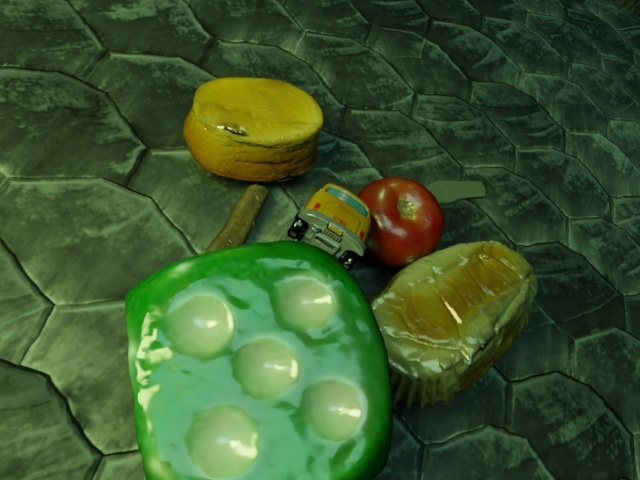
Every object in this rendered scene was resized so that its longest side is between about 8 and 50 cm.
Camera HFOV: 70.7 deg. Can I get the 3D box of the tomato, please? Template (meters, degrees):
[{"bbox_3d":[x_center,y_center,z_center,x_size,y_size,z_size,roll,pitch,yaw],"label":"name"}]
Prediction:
[{"bbox_3d":[0.148,-0.034,0.901,0.194,0.136,0.195,8,64,-16],"label":"tomato"}]

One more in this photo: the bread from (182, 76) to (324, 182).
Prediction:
[{"bbox_3d":[-0.123,-0.209,0.865,0.269,0.143,0.196,-9,59,-28],"label":"bread"}]

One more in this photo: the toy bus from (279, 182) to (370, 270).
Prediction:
[{"bbox_3d":[0.000,0.000,0.788,0.126,0.209,0.136,31,49,-6],"label":"toy bus"}]

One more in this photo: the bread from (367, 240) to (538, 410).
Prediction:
[{"bbox_3d":[0.239,0.152,0.845,0.388,0.183,0.236,-22,61,-23],"label":"bread"}]

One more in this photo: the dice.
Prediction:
[{"bbox_3d":[-0.096,0.186,0.603,0.286,0.297,0.301,-7,69,-21],"label":"dice"}]

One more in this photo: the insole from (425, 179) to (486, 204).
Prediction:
[{"bbox_3d":[0.324,-0.120,1.088,0.191,0.010,0.063,-7,70,-26],"label":"insole"}]

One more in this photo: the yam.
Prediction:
[{"bbox_3d":[-0.158,-0.007,0.812,0.056,0.057,0.241,29,57,-8],"label":"yam"}]
